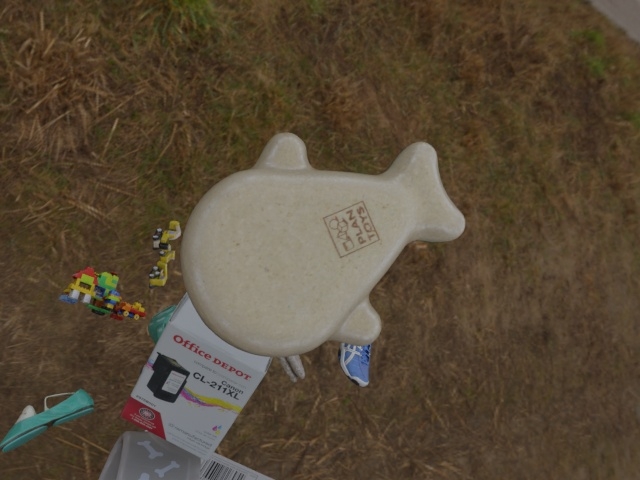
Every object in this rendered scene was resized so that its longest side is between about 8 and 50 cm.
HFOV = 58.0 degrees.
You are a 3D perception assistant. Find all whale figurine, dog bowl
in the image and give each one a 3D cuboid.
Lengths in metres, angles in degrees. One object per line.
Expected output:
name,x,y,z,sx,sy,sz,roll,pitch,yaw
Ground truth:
whale figurine,0.000,0.000,0.566,0.272,0.141,0.216,-26,91,-13
dog bowl,-0.274,0.427,0.791,0.102,0.349,0.348,22,63,-17

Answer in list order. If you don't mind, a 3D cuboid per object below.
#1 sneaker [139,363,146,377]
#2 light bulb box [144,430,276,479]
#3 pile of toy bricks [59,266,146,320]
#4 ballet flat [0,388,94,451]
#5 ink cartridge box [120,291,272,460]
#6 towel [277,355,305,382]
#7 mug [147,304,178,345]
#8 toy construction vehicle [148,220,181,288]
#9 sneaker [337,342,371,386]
sneaker,-0.513,0.471,1.757,0.350,0.148,0.131,82,0,-57
light bulb box,-0.277,0.630,1.135,0.225,0.358,0.360,-46,157,-75
pile of toy bricks,-0.539,0.124,1.444,0.212,0.118,0.105,33,60,-44
ballet flat,-0.732,0.465,1.531,0.247,0.083,0.087,-21,69,-40
ink cartridge box,-0.149,0.166,0.706,0.128,0.175,0.072,29,28,-4
towel,-0.106,0.213,1.416,0.282,0.049,0.187,68,-1,-50
mug,-0.419,0.242,1.636,0.129,0.158,0.097,-32,98,-27
toy construction vehicle,-0.254,0.022,0.955,0.098,0.035,0.085,-87,-175,-64
sneaker,0.095,0.271,1.485,0.080,0.081,0.211,26,42,-39
